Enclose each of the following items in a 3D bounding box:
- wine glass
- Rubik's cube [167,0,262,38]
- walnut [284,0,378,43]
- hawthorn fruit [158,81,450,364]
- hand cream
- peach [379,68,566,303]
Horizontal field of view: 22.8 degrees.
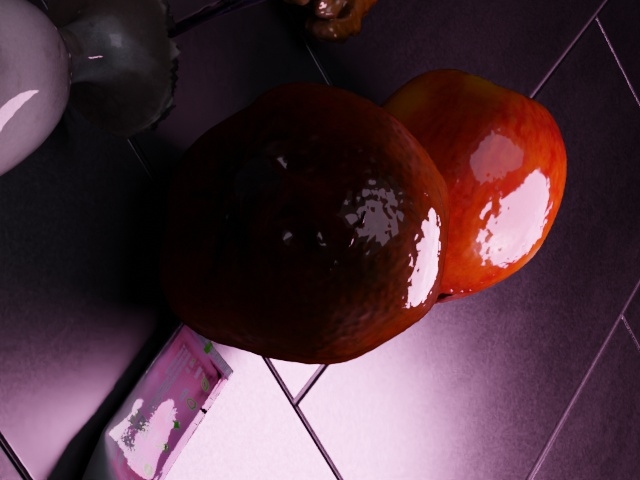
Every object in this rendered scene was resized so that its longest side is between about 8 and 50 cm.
[{"bbox_3d":[-0.280,-0.143,1.348,0.357,0.190,0.190,-26,97,-51],"label":"wine glass"},{"bbox_3d":[-0.107,-0.418,1.568,0.305,0.307,0.310,53,43,-27],"label":"Rubik's cube"},{"bbox_3d":[0.006,-0.309,1.849,0.143,0.069,0.170,52,44,-27],"label":"walnut"},{"bbox_3d":[-0.014,-0.008,1.562,0.311,0.295,0.295,60,22,-78],"label":"hawthorn fruit"},{"bbox_3d":[-0.160,0.176,1.499,0.275,0.050,0.079,-59,147,-49],"label":"hand cream"},{"bbox_3d":[0.149,-0.054,1.805,0.281,0.238,0.281,20,90,-76],"label":"peach"}]
